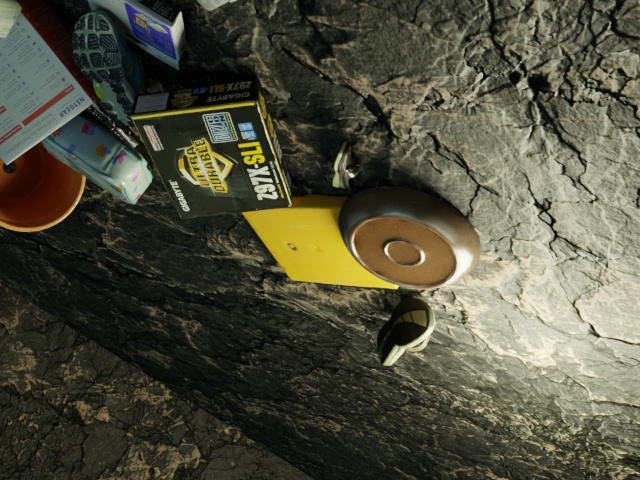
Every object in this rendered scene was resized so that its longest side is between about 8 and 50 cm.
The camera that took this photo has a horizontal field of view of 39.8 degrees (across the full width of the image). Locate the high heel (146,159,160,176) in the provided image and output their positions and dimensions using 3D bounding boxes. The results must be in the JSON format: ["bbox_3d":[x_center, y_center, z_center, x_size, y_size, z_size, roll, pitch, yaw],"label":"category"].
[{"bbox_3d":[-0.315,-0.225,1.930,0.261,0.093,0.186,-7,139,29],"label":"high heel"}]

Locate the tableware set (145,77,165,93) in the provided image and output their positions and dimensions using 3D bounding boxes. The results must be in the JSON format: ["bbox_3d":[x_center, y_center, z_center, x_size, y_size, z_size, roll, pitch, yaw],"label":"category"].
[{"bbox_3d":[-0.411,-0.311,1.930,0.168,0.020,0.141,17,144,2],"label":"tableware set"}]

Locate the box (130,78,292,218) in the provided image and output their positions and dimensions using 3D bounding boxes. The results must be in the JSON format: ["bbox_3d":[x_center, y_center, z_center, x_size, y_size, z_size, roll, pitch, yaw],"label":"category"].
[{"bbox_3d":[-0.214,-0.182,1.831,0.257,0.079,0.322,-7,142,8],"label":"box"}]

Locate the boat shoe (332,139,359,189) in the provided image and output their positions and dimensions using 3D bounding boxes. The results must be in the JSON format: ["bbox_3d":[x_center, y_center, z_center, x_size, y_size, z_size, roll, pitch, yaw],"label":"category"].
[{"bbox_3d":[0.055,-0.149,1.767,0.049,0.056,0.152,20,160,7],"label":"boat shoe"}]

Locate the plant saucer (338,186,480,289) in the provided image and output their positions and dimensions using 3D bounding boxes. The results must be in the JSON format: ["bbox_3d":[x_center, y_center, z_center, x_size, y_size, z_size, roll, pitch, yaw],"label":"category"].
[{"bbox_3d":[0.179,0.011,1.857,0.310,0.050,0.311,14,144,10],"label":"plant saucer"}]

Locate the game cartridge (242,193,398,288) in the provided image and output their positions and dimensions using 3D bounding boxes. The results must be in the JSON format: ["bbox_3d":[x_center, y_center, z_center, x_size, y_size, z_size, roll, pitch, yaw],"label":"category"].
[{"bbox_3d":[0.000,0.000,2.056,0.323,0.053,0.285,2,141,36],"label":"game cartridge"}]

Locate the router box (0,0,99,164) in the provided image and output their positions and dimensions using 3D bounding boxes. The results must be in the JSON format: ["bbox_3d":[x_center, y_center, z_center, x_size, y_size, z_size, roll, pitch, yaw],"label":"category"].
[{"bbox_3d":[-0.662,-0.361,1.897,0.335,0.082,0.301,-24,111,34],"label":"router box"}]

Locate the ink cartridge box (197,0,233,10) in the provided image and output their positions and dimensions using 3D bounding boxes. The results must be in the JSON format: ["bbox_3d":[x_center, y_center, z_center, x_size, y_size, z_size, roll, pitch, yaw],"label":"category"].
[{"bbox_3d":[-0.168,-0.522,1.299,0.271,0.130,0.309,-7,134,50],"label":"ink cartridge box"}]

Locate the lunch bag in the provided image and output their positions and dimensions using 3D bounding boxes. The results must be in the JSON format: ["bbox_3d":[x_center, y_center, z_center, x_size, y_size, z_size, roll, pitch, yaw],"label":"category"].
[{"bbox_3d":[-0.543,-0.208,2.128,0.279,0.108,0.224,33,169,6],"label":"lunch bag"}]

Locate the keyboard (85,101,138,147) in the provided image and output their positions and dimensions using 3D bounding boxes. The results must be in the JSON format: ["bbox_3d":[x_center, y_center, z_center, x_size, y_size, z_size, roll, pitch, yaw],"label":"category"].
[{"bbox_3d":[-0.493,-0.273,2.056,0.108,0.023,0.180,19,162,32],"label":"keyboard"}]

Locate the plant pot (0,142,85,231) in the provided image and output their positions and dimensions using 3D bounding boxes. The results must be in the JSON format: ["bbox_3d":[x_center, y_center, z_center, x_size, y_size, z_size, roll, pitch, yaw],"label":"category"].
[{"bbox_3d":[-0.776,-0.180,2.272,0.291,0.291,0.203,48,162,-30],"label":"plant pot"}]

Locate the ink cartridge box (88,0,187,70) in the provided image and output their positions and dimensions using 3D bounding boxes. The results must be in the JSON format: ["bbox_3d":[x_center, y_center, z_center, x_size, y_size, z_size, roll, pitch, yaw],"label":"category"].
[{"bbox_3d":[-0.352,-0.428,1.683,0.206,0.045,0.208,30,167,1],"label":"ink cartridge box"}]

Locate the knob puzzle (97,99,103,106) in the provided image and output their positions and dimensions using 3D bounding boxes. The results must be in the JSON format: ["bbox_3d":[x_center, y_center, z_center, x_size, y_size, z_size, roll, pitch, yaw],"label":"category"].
[{"bbox_3d":[-0.475,-0.328,1.988,0.213,0.030,0.213,23,150,14],"label":"knob puzzle"}]

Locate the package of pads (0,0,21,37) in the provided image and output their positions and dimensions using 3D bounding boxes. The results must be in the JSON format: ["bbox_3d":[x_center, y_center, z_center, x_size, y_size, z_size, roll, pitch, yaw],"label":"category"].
[{"bbox_3d":[-0.746,-0.507,1.658,0.296,0.229,0.101,47,117,14],"label":"package of pads"}]

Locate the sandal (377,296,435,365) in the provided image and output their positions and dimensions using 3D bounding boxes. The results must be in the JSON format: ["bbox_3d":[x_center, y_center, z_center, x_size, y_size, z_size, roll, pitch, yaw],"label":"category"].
[{"bbox_3d":[0.218,0.224,2.164,0.086,0.120,0.303,6,156,-14],"label":"sandal"}]

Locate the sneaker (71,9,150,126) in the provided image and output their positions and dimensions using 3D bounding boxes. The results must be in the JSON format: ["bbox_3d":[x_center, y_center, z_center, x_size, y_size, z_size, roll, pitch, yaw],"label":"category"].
[{"bbox_3d":[-0.415,-0.355,1.781,0.107,0.110,0.275,9,145,16],"label":"sneaker"}]
